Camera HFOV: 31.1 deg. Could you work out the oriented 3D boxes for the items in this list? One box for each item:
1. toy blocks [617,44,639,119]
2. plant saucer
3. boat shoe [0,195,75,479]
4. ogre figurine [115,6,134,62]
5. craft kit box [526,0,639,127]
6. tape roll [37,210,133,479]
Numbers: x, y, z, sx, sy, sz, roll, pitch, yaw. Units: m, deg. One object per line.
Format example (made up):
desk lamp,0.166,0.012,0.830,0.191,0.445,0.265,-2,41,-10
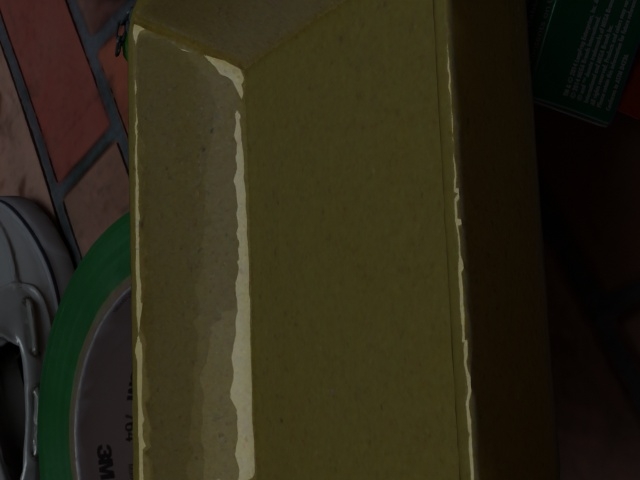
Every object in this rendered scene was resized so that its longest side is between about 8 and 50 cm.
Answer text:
toy blocks,0.135,-0.107,0.584,0.123,0.054,0.148,42,116,37
plant saucer,0.000,0.000,0.542,0.333,0.081,0.332,-17,73,60
boat shoe,-0.247,0.082,0.920,0.096,0.088,0.267,-32,67,39
ogre figurine,-0.067,-0.124,0.758,0.197,0.097,0.118,-120,34,-45
craft kit box,0.088,-0.201,0.573,0.247,0.061,0.249,30,105,62
tape roll,-0.067,0.131,0.755,0.321,0.077,0.321,-1,88,44
